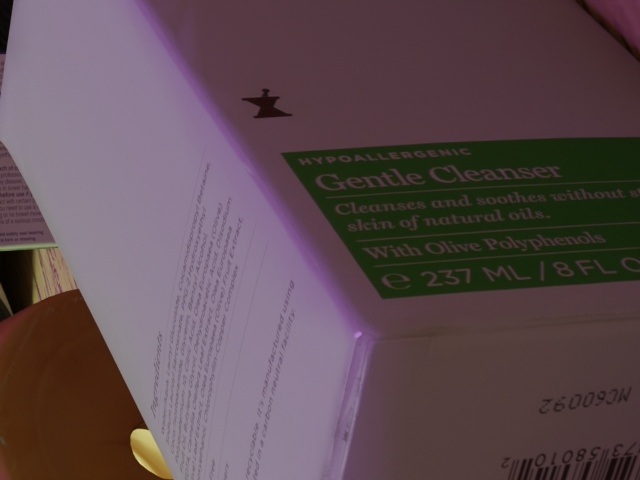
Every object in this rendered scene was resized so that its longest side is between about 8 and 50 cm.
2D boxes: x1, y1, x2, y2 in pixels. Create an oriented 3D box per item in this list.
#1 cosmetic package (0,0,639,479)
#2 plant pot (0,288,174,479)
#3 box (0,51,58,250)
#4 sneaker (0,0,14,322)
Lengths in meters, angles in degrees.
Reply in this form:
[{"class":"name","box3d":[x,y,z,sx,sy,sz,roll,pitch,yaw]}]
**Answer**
[{"class":"cosmetic package","box3d":[0.016,-0.014,0.758,0.365,0.197,0.155,-125,39,-48]},{"class":"plant pot","box3d":[-0.133,0.159,1.054,0.203,0.291,0.291,-47,49,37]},{"class":"box","box3d":[-0.221,-0.061,1.370,0.072,0.126,0.137,177,90,-68]},{"class":"sneaker","box3d":[-0.339,-0.062,1.584,0.257,0.169,0.447,-133,42,-53]}]
